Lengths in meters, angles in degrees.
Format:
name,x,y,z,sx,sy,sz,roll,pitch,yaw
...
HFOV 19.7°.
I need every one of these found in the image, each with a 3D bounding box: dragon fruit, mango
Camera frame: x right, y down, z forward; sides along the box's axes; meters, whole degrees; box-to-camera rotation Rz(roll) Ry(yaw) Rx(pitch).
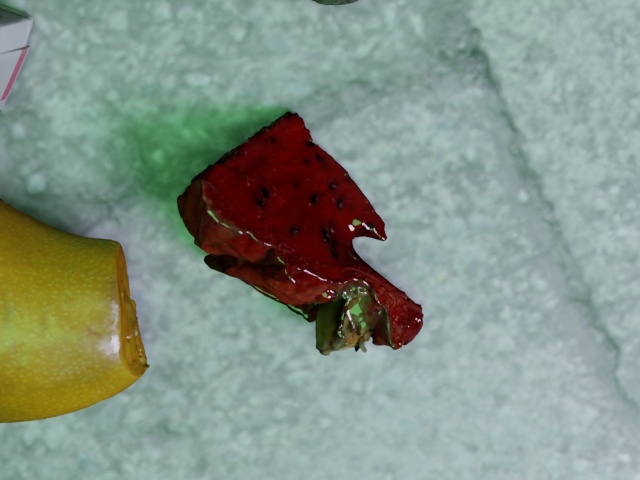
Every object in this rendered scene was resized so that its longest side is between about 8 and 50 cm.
name,x,y,z,sx,sy,sz,roll,pitch,yaw
dragon fruit,-0.011,0.011,1.291,0.192,0.122,0.092,38,139,-7
mango,-0.288,0.027,1.259,0.359,0.144,0.187,26,105,-4

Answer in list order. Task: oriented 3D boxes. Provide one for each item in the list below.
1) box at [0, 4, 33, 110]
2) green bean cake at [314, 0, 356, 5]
name,x,y,z,sx,sy,sz,roll,pitch,yaw
box,-0.306,-0.147,1.232,0.199,0.135,0.081,24,100,0
green bean cake,-0.035,-0.262,1.226,0.185,0.094,0.183,18,101,5
